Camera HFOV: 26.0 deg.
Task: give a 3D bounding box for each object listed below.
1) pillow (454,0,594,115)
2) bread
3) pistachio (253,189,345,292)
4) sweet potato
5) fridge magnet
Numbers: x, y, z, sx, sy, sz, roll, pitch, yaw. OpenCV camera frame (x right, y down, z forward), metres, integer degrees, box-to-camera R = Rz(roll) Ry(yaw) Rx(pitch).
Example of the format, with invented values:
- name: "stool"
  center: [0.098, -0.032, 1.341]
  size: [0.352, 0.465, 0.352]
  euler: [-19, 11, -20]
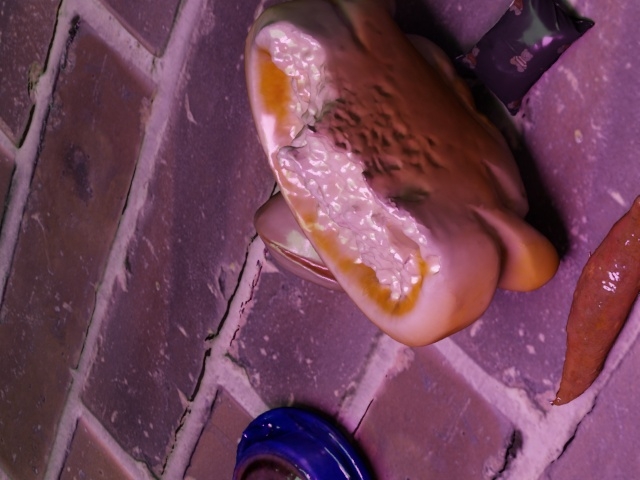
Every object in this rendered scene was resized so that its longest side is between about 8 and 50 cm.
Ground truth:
- name: "pillow"
  center: [0.223, -0.215, 1.531]
  size: [0.090, 0.048, 0.150]
  euler: [57, 133, 17]
- name: "bread"
  center: [0.079, -0.097, 1.560]
  size: [0.424, 0.245, 0.329]
  euler: [59, 176, 14]
- name: "pistachio"
  center: [0.000, 0.000, 1.780]
  size: [0.185, 0.124, 0.124]
  euler: [31, 125, 30]
- name: "sweet potato"
  center: [0.311, 0.064, 1.537]
  size: [0.072, 0.066, 0.314]
  euler: [46, 135, 32]
- name: "fridge magnet"
  center: [-0.027, 0.364, 1.948]
  size: [0.265, 0.112, 0.265]
  euler: [16, 115, 38]
